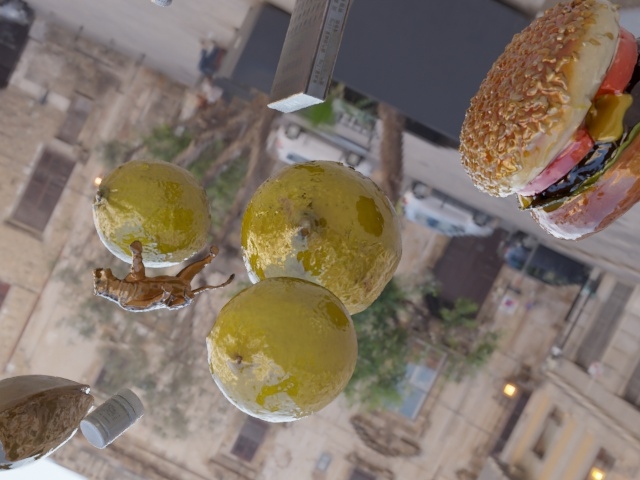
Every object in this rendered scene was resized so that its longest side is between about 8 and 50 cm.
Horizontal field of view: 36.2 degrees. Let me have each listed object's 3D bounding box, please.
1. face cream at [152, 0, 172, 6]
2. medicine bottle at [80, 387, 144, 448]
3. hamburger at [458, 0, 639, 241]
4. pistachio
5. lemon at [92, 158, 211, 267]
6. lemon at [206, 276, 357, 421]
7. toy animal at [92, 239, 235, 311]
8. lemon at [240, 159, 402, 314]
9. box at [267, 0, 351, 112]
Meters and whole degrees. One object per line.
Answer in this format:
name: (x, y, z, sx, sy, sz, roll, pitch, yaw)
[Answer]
face cream: (-0.206, -0.389, 1.367, 0.034, 0.130, 0.034, 16, -138, -15)
medicine bottle: (-0.338, 0.288, 1.591, 0.058, 0.058, 0.091, 28, -135, 26)
hamburger: (0.363, -0.180, 1.428, 0.250, 0.330, 0.330, 37, -178, -12)
pistachio: (-0.526, 0.318, 1.778, 0.261, 0.213, 0.162, -22, -100, -39)
lemon: (-0.296, -0.047, 1.725, 0.231, 0.192, 0.192, 14, -169, -42)
lemon: (-0.042, 0.134, 1.217, 0.178, 0.178, 0.203, 29, -159, 32)
toy animal: (-0.245, 0.080, 1.654, 0.255, 0.116, 0.114, 5, -127, -42)
lemon: (0.000, 0.000, 1.549, 0.258, 0.257, 0.310, 28, 174, 17)
box: (0.000, -0.374, 1.581, 0.047, 0.324, 0.180, 16, 175, -20)
